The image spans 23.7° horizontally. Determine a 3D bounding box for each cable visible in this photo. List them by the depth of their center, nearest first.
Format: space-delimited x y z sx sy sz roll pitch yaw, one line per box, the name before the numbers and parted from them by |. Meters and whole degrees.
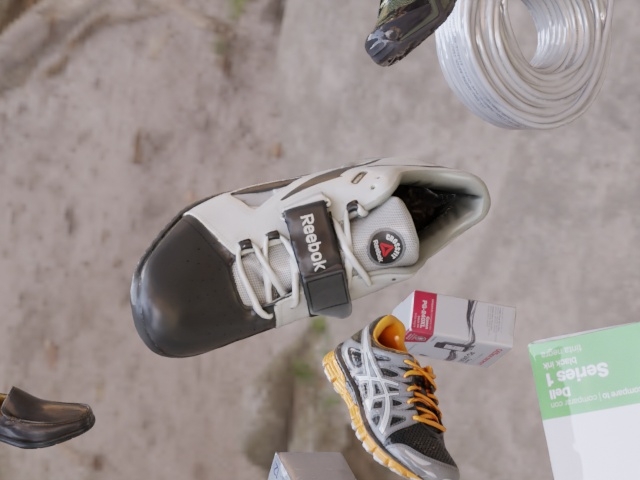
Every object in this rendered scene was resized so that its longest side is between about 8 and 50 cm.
cable | 0.250 -0.262 1.862 0.089 0.257 0.257 -3 83 53

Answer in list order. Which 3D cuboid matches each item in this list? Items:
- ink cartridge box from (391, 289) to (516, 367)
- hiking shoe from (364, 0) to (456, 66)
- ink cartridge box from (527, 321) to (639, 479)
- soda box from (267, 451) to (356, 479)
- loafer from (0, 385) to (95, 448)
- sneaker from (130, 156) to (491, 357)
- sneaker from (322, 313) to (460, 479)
ink cartridge box | 0.182 0.123 2.102 0.109 0.150 0.063 125 154 -66
hiking shoe | 0.077 -0.260 1.469 0.086 0.114 0.227 -38 17 48
ink cartridge box | 0.226 0.165 0.995 0.093 0.160 0.219 -15 80 32
soda box | 0.020 0.381 1.889 0.286 0.098 0.091 -125 45 -54
loafer | -0.330 0.187 1.649 0.062 0.170 0.061 -100 7 -69
sneaker | 0.000 0.000 1.250 0.146 0.330 0.122 -2 110 55
sneaker | 0.074 0.149 1.409 0.083 0.084 0.215 -48 43 12
